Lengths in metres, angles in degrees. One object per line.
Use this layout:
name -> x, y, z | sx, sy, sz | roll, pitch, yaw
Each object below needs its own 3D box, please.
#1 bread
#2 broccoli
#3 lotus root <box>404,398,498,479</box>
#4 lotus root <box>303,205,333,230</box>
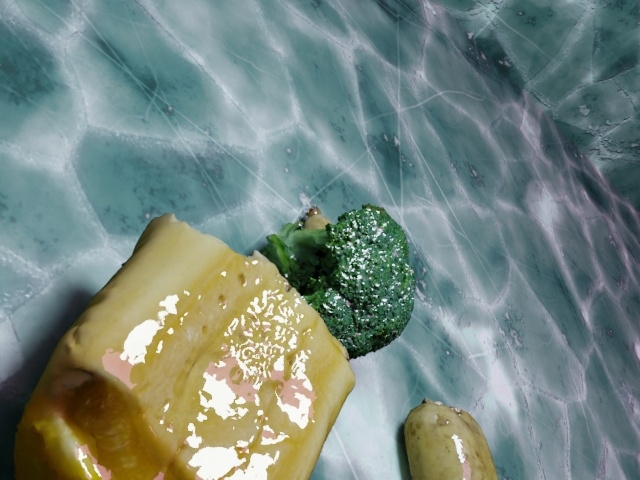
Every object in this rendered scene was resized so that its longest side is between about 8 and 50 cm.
bread -> -0.183, 0.210, 0.982 | 0.361, 0.250, 0.394 | 47, 40, -13
broccoli -> 0.030, 0.065, 1.351 | 0.275, 0.307, 0.308 | 40, 30, 19
lotus root -> 0.237, 0.422, 1.432 | 0.160, 0.146, 0.284 | 6, 62, -29
lotus root -> 0.000, 0.000, 1.512 | 0.073, 0.062, 0.150 | 13, 55, -55
